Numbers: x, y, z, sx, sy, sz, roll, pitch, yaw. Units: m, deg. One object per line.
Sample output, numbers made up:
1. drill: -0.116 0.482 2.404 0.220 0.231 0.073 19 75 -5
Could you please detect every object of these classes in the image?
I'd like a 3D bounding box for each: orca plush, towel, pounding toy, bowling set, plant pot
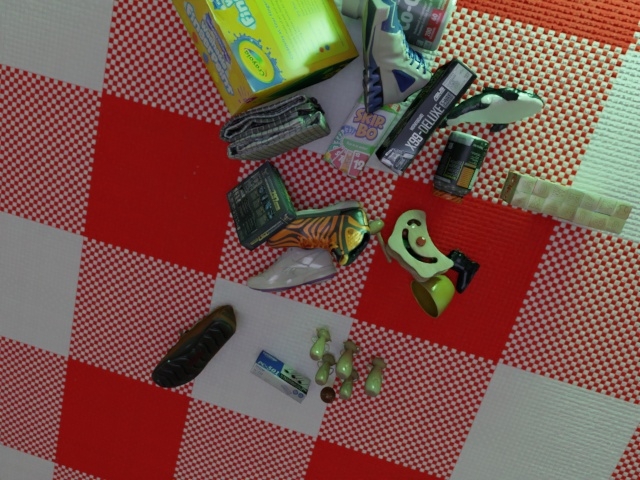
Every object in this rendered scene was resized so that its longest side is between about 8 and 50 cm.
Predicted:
1. orca plush: 0.478 -0.390 1.268 0.287 0.102 0.151 -16 145 21
2. towel: -0.124 -0.329 1.270 0.283 0.235 0.121 -20 94 11
3. pounding toy: 0.284 0.010 1.367 0.154 0.155 0.269 -43 77 -9
4. bowling set: 0.057 0.439 1.491 0.287 0.154 0.200 36 124 -3
5. plant pot: 0.364 0.162 1.383 0.095 0.134 0.134 -29 99 -13

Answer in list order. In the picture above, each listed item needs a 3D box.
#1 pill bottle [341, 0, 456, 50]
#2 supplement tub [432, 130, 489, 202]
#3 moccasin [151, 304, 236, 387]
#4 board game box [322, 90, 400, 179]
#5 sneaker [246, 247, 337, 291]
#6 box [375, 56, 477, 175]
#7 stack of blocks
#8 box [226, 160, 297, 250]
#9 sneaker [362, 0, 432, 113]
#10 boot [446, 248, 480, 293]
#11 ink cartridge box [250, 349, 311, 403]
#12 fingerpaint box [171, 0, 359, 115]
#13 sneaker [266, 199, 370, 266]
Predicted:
1. pill bottle: 0.210 -0.638 1.188 0.283 0.161 0.161 20 105 2
2. supplement tub: 0.404 -0.213 1.285 0.116 0.117 0.191 20 105 3
3. moccasin: -0.444 0.369 1.534 0.139 0.147 0.380 37 102 -17
4. board game box: 0.126 -0.328 1.339 0.124 0.039 0.260 32 102 -1
5. sneaker: -0.102 0.086 1.444 0.304 0.114 0.152 -14 82 11
6. box: 0.276 -0.335 1.207 0.076 0.242 0.307 35 106 -6
7. stack of blocks: 0.677 -0.113 1.244 0.297 0.171 0.087 16 105 4
8. box: -0.186 -0.109 1.345 0.183 0.059 0.233 -36 51 15
9. sneaker: 0.207 -0.494 1.172 0.182 0.128 0.316 -7 142 -1
10. boot: 0.435 0.095 1.390 0.099 0.045 0.121 30 98 -3
11. ink cartridge box: -0.137 0.473 1.528 0.207 0.097 0.046 32 105 -1
12. fingerpaint box: -0.163 -0.608 1.146 0.371 0.163 0.445 -33 100 -30
13. sneaker: 0.000 0.000 1.328 0.320 0.125 0.180 -18 63 1
